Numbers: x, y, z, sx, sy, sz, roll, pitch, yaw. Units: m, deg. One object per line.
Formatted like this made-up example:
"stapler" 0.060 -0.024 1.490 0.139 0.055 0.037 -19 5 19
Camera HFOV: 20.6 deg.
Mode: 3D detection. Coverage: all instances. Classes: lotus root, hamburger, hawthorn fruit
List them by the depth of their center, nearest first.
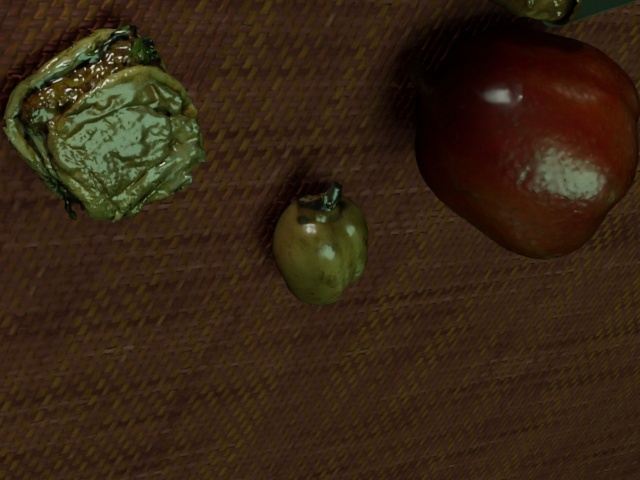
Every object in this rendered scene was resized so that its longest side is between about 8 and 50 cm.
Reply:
"hamburger" -0.232 -0.125 1.872 0.183 0.130 0.206 -37 131 -7
"hawthorn fruit" 0.261 -0.128 2.218 0.295 0.295 0.311 -51 148 19
"lotus root" 0.000 0.000 2.269 0.221 0.118 0.125 82 31 -53

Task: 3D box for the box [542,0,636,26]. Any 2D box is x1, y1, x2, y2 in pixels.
"box" 0.432 -0.449 2.168 0.367 0.090 0.373 -20 144 -27

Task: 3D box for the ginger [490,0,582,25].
"ginger" 0.187 -0.333 2.024 0.309 0.133 0.107 20 100 -50
